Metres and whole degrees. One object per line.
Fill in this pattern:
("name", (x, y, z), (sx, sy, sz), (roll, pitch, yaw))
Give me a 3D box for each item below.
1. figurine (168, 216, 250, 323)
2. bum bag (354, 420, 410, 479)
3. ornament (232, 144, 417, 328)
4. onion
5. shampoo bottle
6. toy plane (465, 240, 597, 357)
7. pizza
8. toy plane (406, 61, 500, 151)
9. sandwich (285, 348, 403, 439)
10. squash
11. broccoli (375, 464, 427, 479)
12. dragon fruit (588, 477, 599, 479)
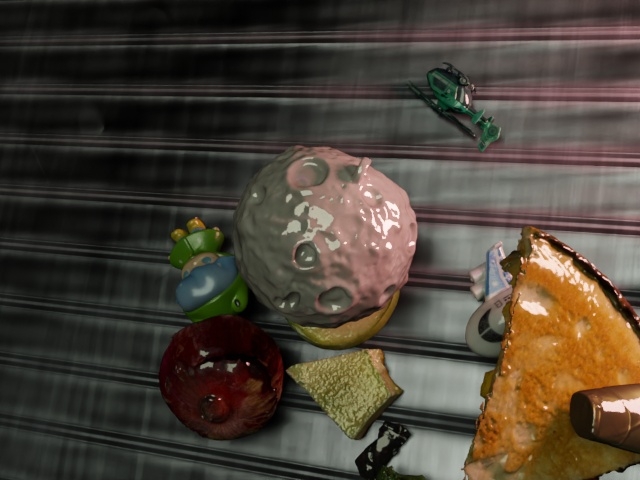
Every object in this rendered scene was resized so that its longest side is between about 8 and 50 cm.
("figurine", (-0.236, 0.066, 1.638), (0.162, 0.143, 0.263), (-30, 52, 3))
("bum bag", (0.113, 0.394, 1.483), (0.058, 0.034, 0.124), (39, 90, 14))
("ornament", (0.000, 0.000, 1.419), (0.337, 0.337, 0.336), (-5, 74, 17))
("onion", (-0.188, 0.267, 1.514), (0.247, 0.190, 0.246), (0, 113, 1))
("shampoo bottle", (0.565, 0.286, 1.249), (0.350, 0.084, 0.125), (6, 81, -14))
("toy plane", (0.380, 0.122, 1.427), (0.267, 0.123, 0.266), (-5, 75, 19))
("pizza", (0.439, 0.233, 1.303), (0.392, 0.080, 0.434), (18, 84, -13))
("toy plane", (0.279, -0.282, 1.603), (0.096, 0.060, 0.235), (-49, 64, 9))
("sandwich", (0.053, 0.263, 1.529), (0.193, 0.058, 0.162), (41, 89, 25))
("squash", (0.035, 0.091, 1.584), (0.252, 0.049, 0.251), (-5, 74, 16))
("broccoli", (0.143, 0.477, 1.402), (0.138, 0.146, 0.162), (-30, 78, -33))
("dragon fruit", (0.388, 0.367, 1.361), (0.192, 0.122, 0.092), (-1, 63, 20))
